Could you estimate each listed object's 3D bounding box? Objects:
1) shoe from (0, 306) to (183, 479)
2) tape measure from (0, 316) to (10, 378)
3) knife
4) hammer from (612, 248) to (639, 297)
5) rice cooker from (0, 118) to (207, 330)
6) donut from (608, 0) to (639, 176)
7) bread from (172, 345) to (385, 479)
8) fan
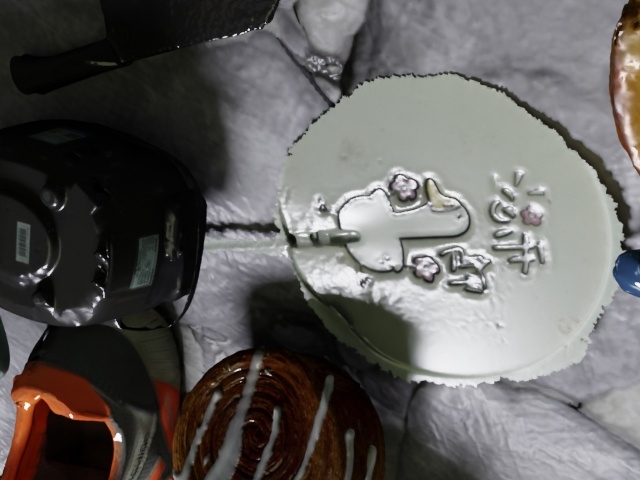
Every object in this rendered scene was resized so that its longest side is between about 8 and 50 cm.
[{"bbox_3d":[-0.195,0.211,0.789,0.132,0.171,0.337,14,125,15],"label":"shoe"},{"bbox_3d":[-0.345,-0.030,0.720,0.215,0.097,0.351,95,151,-68],"label":"tape measure"},{"bbox_3d":[-0.117,-0.145,0.618,0.230,0.028,0.060,-9,105,27],"label":"knife"},{"bbox_3d":[0.266,0.043,0.542,0.193,0.069,0.116,21,128,17],"label":"hammer"},{"bbox_3d":[-0.175,-0.012,0.659,0.202,0.118,0.142,14,106,24],"label":"rice cooker"},{"bbox_3d":[0.229,-0.097,0.467,0.162,0.065,0.179,7,122,14],"label":"donut"},{"bbox_3d":[-0.031,0.158,0.690,0.160,0.073,0.161,-6,75,23],"label":"bread"},{"bbox_3d":[0.000,0.000,0.663,0.414,0.012,0.233,0,115,24],"label":"fan"}]
